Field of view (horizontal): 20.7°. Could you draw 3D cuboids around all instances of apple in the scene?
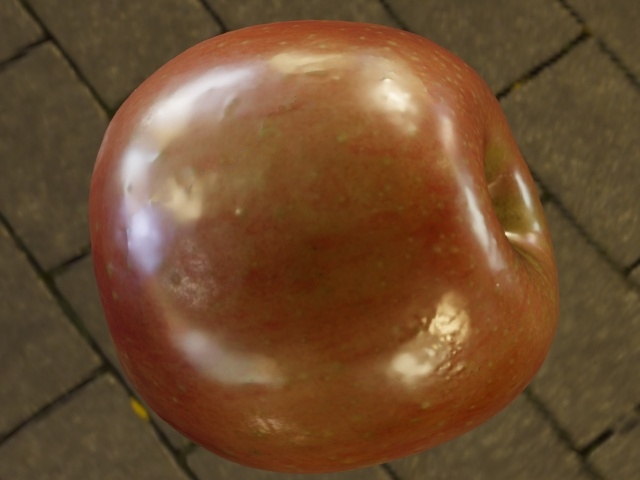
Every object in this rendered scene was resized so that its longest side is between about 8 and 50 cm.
[{"bbox_3d":[0.000,0.000,0.687,0.168,0.181,0.181,-19,69,24],"label":"apple"}]
